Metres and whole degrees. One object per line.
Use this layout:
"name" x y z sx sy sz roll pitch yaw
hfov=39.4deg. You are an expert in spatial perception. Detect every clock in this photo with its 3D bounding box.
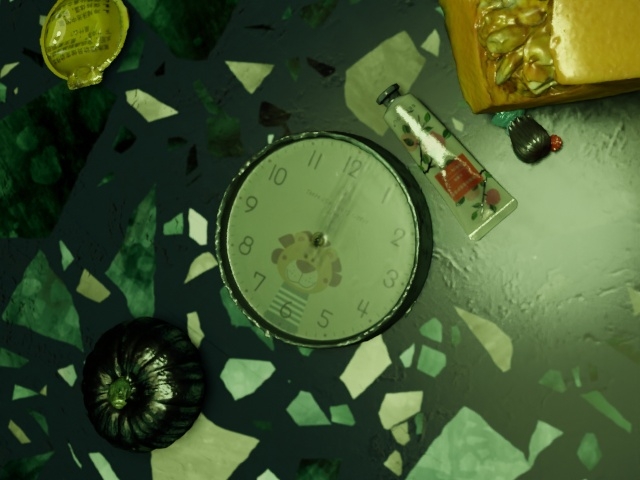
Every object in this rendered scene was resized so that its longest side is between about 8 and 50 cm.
"clock" 0.000 0.001 1.242 0.312 0.061 0.313 1 92 18

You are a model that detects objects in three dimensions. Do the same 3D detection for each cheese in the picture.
"cheese" -0.359 -0.348 1.351 0.156 0.064 0.250 -10 78 17

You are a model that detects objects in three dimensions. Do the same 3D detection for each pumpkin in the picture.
"pumpkin" -0.256 0.207 1.291 0.194 0.150 0.194 -22 53 33
"pumpkin" 0.295 -0.275 1.034 0.256 0.303 0.226 -12 96 -24

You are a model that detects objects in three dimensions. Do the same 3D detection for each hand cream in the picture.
"hand cream" 0.161 -0.110 1.200 0.080 0.050 0.234 -41 85 11

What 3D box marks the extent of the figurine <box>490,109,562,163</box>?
"figurine" 0.263 -0.149 1.164 0.060 0.047 0.106 -31 72 -5
